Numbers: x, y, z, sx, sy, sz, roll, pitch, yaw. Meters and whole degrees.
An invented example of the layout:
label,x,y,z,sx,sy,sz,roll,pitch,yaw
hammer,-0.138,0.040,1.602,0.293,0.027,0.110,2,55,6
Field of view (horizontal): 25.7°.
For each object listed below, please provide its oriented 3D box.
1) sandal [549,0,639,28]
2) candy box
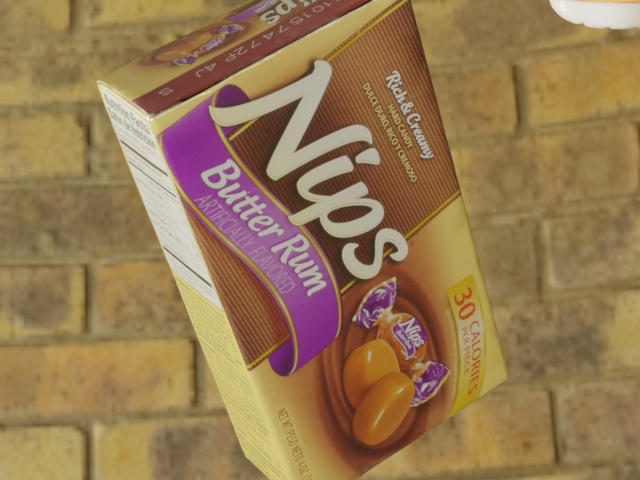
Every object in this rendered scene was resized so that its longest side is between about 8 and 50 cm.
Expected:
label,x,y,z,sx,sy,sz,roll,pitch,yaw
sandal,0.232,-0.162,0.745,0.265,0.102,0.076,3,133,37
candy box,0.000,0.000,0.541,0.109,0.186,0.053,-30,-145,-19
